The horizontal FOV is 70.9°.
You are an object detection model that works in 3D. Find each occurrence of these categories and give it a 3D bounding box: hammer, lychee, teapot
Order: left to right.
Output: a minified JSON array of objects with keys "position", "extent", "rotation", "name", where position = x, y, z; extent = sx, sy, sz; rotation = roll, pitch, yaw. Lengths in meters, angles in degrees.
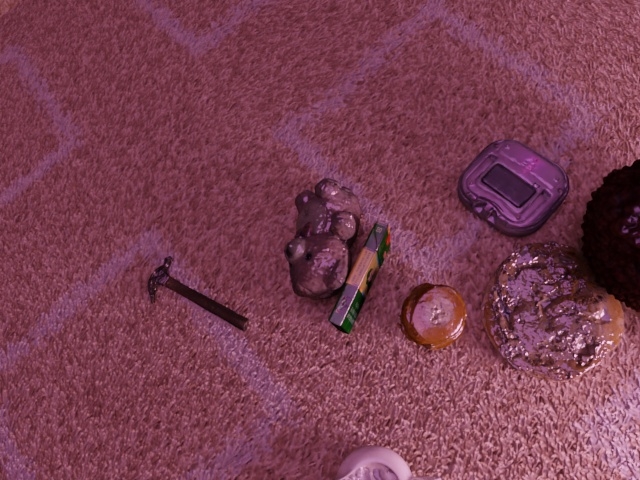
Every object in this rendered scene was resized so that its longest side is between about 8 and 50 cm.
[{"position":[-0.296,0.142,1.090],"extent":[0.298,0.027,0.125],"rotation":[23,76,19],"name":"hammer"},{"position":[0.112,0.461,0.844],"extent":[0.227,0.092,0.145],"rotation":[-13,71,7],"name":"teapot"},{"position":[0.631,-0.008,0.791],"extent":[0.306,0.305,0.330],"rotation":[36,47,22],"name":"lychee"}]

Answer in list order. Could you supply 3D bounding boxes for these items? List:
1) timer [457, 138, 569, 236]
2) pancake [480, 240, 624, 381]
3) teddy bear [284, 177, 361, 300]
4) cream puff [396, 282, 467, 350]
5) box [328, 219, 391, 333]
[{"position":[0.427,-0.121,1.002],"extent":[0.208,0.069,0.190],"rotation":[41,86,21],"name":"timer"},{"position":[0.462,0.138,0.907],"extent":[0.283,0.049,0.282],"rotation":[-4,70,11],"name":"pancake"},{"position":[0.001,-0.001,0.999],"extent":[0.151,0.236,0.267],"rotation":[31,60,-22],"name":"teddy bear"},{"position":[0.230,0.154,0.925],"extent":[0.126,0.103,0.144],"rotation":[40,83,9],"name":"cream puff"},{"position":[0.090,0.082,0.966],"extent":[0.034,0.132,0.235],"rotation":[23,76,18],"name":"box"}]
